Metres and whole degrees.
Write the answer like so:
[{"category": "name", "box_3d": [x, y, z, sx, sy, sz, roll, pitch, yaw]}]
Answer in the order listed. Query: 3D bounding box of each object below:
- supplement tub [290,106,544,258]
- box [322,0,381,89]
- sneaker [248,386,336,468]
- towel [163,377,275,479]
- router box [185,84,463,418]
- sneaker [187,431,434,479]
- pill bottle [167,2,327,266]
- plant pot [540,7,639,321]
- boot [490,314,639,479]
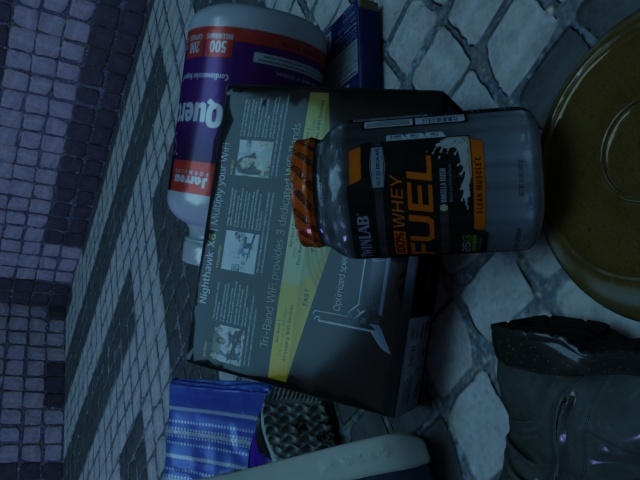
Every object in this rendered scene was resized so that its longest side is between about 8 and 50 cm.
[{"category": "supplement tub", "box_3d": [0.077, -0.044, 0.536, 0.117, 0.191, 0.116, -4, -90, -81]}, {"category": "box", "box_3d": [0.030, -0.180, 0.853, 0.136, 0.037, 0.225, -25, 60, 59]}, {"category": "sneaker", "box_3d": [-0.030, 0.333, 0.775, 0.146, 0.102, 0.293, 120, 150, -47]}, {"category": "towel", "box_3d": [-0.153, 0.372, 0.950, 0.243, 0.040, 0.335, -5, 77, 37]}, {"category": "router box", "box_3d": [0.000, 0.000, 0.679, 0.243, 0.081, 0.308, 9, 90, 26]}, {"category": "sneaker", "box_3d": [-0.054, 0.292, 0.630, 0.350, 0.131, 0.148, -18, 71, 15]}, {"category": "pill bottle", "box_3d": [-0.099, -0.125, 0.854, 0.181, 0.182, 0.322, 12, 95, 63]}, {"category": "plant pot", "box_3d": [0.229, -0.061, 0.443, 0.236, 0.032, 0.236, -24, 62, 58]}, {"category": "boot", "box_3d": [0.205, 0.139, 0.409, 0.246, 0.084, 0.161, 1, 96, 62]}]
